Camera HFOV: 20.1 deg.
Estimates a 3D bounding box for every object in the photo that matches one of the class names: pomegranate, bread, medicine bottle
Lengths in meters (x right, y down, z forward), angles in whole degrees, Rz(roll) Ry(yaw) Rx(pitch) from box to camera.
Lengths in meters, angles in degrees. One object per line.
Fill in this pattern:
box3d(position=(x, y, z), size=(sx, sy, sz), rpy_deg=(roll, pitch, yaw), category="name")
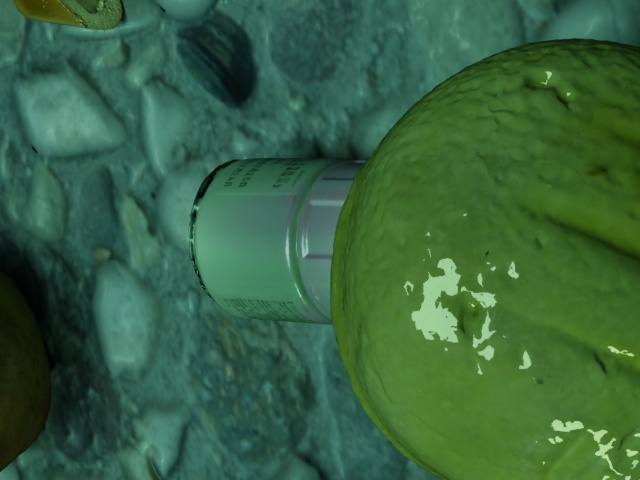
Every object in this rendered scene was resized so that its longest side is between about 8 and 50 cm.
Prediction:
box3d(position=(-0.389, 0.127, 1.679), size=(0.281, 0.281, 0.281), rpy_deg=(10, 106, 36), category="pomegranate")
box3d(position=(0.170, 0.026, 1.184), size=(0.320, 0.320, 0.237), rpy_deg=(59, 148, 12), category="bread")
box3d(position=(0.000, 0.000, 1.419), size=(0.168, 0.135, 0.135), rpy_deg=(2, 101, 39), category="medicine bottle")
box3d(position=(-0.226, -0.222, 1.598), size=(0.103, 0.049, 0.062), rpy_deg=(13, 136, 34), category="bread")
